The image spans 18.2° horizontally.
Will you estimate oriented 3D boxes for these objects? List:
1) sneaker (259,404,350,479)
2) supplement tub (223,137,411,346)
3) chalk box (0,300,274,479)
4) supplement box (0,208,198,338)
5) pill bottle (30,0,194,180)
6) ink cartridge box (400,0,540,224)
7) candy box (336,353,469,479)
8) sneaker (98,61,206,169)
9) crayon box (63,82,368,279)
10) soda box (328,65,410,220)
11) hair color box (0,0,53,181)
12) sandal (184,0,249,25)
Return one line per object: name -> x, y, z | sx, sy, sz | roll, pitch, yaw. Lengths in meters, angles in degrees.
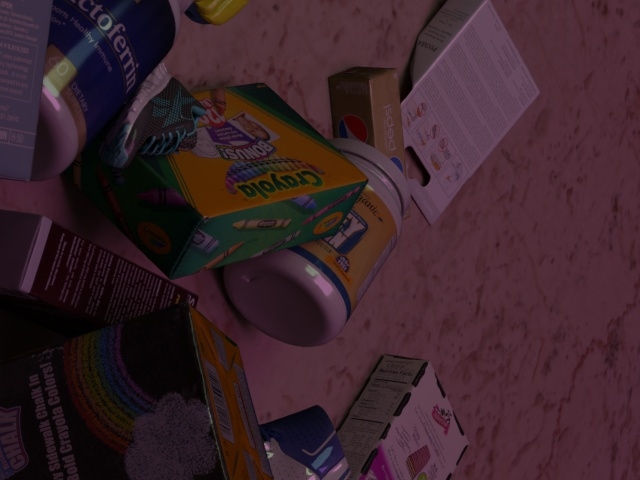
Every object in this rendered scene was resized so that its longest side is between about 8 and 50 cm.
sneaker -> -0.134, 0.218, 1.948 | 0.315, 0.127, 0.182 | -26, 110, -17
supplement tub -> 0.000, 0.000, 2.150 | 0.199, 0.144, 0.144 | -57, 137, -34
chalk box -> -0.208, 0.195, 1.777 | 0.179, 0.289, 0.180 | 49, 25, -69
supplement box -> -0.235, 0.040, 1.829 | 0.239, 0.130, 0.073 | 30, 72, -52
pill bottle -> -0.220, -0.189, 1.795 | 0.264, 0.153, 0.153 | -54, 136, -36
ink cartridge box -> 0.155, -0.166, 2.450 | 0.232, 0.066, 0.189 | -48, 136, -12
candy box -> 0.077, 0.273, 2.370 | 0.233, 0.071, 0.159 | -56, 136, -33
sneaker -> -0.148, -0.105, 1.840 | 0.076, 0.065, 0.166 | 36, 33, -7
crayon box -> -0.100, -0.064, 1.967 | 0.278, 0.165, 0.081 | -16, 143, -54
soda box -> 0.057, -0.106, 2.292 | 0.061, 0.058, 0.181 | -27, 118, -50
hair color box -> -0.313, -0.244, 1.622 | 0.113, 0.185, 0.374 | 8, 89, -55
sandal -> -0.143, -0.350, 1.899 | 0.126, 0.138, 0.317 | -42, 131, -34
